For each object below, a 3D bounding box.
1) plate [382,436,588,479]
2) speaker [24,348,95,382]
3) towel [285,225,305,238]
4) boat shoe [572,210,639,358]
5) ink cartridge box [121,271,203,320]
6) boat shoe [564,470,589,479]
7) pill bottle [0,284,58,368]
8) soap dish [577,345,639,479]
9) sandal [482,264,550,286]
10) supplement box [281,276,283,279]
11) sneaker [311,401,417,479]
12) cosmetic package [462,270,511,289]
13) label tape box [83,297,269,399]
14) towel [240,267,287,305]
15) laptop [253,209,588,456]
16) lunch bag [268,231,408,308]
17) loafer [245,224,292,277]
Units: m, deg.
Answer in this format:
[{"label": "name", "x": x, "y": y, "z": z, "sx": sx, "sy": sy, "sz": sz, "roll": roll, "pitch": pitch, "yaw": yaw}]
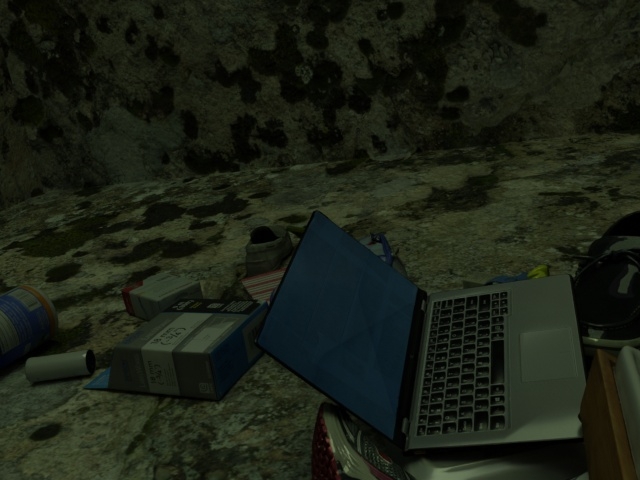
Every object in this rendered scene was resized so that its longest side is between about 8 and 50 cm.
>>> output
[{"label": "plate", "x": 0.235, "y": 0.284, "z": 1.043, "sx": 0.277, "sy": 0.045, "sz": 0.278, "roll": -10, "pitch": 19, "yaw": -4}, {"label": "speaker", "x": -0.553, "y": 0.268, "z": 1.485, "sx": 0.136, "sy": 0.055, "sz": 0.055, "roll": -9, "pitch": 18, "yaw": 4}, {"label": "towel", "x": 0.000, "y": 0.000, "z": 1.988, "sx": 0.237, "sy": 0.102, "sz": 0.021, "roll": 13, "pitch": 71, "yaw": 52}, {"label": "boat shoe", "x": 0.576, "y": 0.072, "z": 1.341, "sx": 0.187, "sy": 0.156, "sz": 0.500, "roll": 7, "pitch": 25, "yaw": 37}, {"label": "ink cartridge box", "x": -0.396, "y": 0.145, "z": 1.748, "sx": 0.175, "sy": 0.072, "sz": 0.127, "roll": 9, "pitch": 25, "yaw": 45}, {"label": "boat shoe", "x": 0.260, "y": 0.335, "z": 0.833, "sx": 0.228, "sy": 0.080, "sz": 0.076, "roll": -27, "pitch": 25, "yaw": -26}, {"label": "pill bottle", "x": -0.749, "y": 0.219, "z": 1.579, "sx": 0.152, "sy": 0.152, "sz": 0.272, "roll": 1, "pitch": 21, "yaw": 29}, {"label": "soap dish", "x": 0.405, "y": 0.263, "z": 0.767, "sx": 0.229, "sy": 0.118, "sz": 0.291, "roll": 30, "pitch": 26, "yaw": 4}, {"label": "sandal", "x": 0.365, "y": 0.139, "z": 1.318, "sx": 0.138, "sy": 0.126, "sz": 0.317, "roll": -6, "pitch": 10, "yaw": 22}, {"label": "supplement box", "x": -0.054, "y": 0.130, "z": 1.600, "sx": 0.056, "sy": 0.083, "sz": 0.083, "roll": -11, "pitch": 17, "yaw": -3}, {"label": "sneaker", "x": 0.062, "y": 0.323, "z": 0.922, "sx": 0.112, "sy": 0.121, "sz": 0.299, "roll": -1, "pitch": 22, "yaw": -19}, {"label": "cosmetic package", "x": 0.377, "y": 0.103, "z": 1.526, "sx": 0.060, "sy": 0.041, "sz": 0.115, "roll": -23, "pitch": 22, "yaw": -37}, {"label": "label tape box", "x": -0.300, "y": 0.213, "z": 1.439, "sx": 0.334, "sy": 0.106, "sz": 0.240, "roll": -1, "pitch": 19, "yaw": 24}, {"label": "towel", "x": -0.112, "y": 0.123, "z": 1.751, "sx": 0.144, "sy": 0.029, "sz": 0.197, "roll": -15, "pitch": 21, "yaw": -16}, {"label": "laptop", "x": 0.173, "y": 0.103, "z": 1.066, "sx": 0.408, "sy": 0.236, "sz": 0.382, "roll": -11, "pitch": 28, "yaw": 20}, {"label": "lunch bag", "x": 0.038, "y": 0.105, "z": 1.412, "sx": 0.303, "sy": 0.115, "sz": 0.243, "roll": -30, "pitch": 15, "yaw": 10}, {"label": "loafer", "x": -0.147, "y": 0.006, "z": 1.982, "sx": 0.112, "sy": 0.111, "sz": 0.319, "roll": -8, "pitch": 18, "yaw": 7}]
